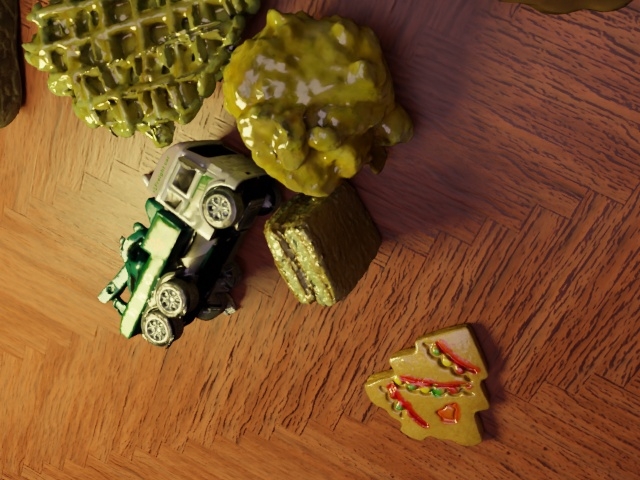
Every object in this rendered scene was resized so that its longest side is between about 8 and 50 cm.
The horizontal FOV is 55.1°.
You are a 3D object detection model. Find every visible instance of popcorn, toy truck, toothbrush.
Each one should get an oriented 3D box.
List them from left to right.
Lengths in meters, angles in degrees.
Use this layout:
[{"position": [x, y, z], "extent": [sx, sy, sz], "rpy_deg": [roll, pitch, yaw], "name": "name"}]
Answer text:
[{"position": [-0.216, 0.014, 0.965], "extent": [0.178, 0.176, 0.363], "rpy_deg": [38, 113, 10], "name": "toy truck"}, {"position": [-0.226, 0.008, 1.063], "extent": [0.025, 0.020, 0.286], "rpy_deg": [-26, 101, 21], "name": "toothbrush"}, {"position": [-0.002, -0.185, 0.832], "extent": [0.266, 0.192, 0.233], "rpy_deg": [25, 103, -18], "name": "popcorn"}]

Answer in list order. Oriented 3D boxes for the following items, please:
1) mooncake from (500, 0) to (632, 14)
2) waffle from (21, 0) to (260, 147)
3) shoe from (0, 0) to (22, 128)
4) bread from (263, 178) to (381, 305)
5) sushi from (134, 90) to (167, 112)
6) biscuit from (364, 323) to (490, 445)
[{"position": [0.268, -0.402, 0.635], "extent": [0.324, 0.187, 0.323], "rpy_deg": [6, 114, 14], "name": "mooncake"}, {"position": [-0.259, -0.302, 0.866], "extent": [0.297, 0.073, 0.317], "rpy_deg": [35, 92, 8], "name": "waffle"}, {"position": [-0.591, -0.344, 0.994], "extent": [0.160, 0.124, 0.316], "rpy_deg": [13, 115, 21], "name": "shoe"}, {"position": [0.000, 0.000, 0.884], "extent": [0.102, 0.196, 0.138], "rpy_deg": [-23, 107, 29], "name": "bread"}, {"position": [-0.266, -0.229, 0.965], "extent": [0.120, 0.052, 0.055], "rpy_deg": [-44, 78, 26], "name": "sushi"}, {"position": [0.191, 0.235, 1.001], "extent": [0.212, 0.041, 0.238], "rpy_deg": [25, 118, 10], "name": "biscuit"}]
